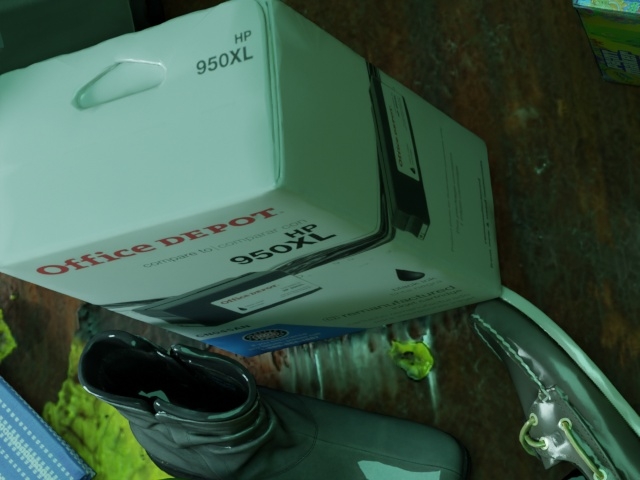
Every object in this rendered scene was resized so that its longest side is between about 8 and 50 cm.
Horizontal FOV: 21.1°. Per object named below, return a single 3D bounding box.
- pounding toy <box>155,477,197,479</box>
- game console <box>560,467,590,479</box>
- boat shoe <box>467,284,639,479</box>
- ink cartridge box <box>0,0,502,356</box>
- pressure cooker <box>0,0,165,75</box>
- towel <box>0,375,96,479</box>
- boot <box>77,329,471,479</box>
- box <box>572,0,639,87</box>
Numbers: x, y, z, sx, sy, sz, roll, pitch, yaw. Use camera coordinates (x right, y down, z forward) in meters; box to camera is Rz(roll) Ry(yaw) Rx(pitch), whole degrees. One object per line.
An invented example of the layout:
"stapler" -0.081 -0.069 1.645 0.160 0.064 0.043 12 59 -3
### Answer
"pounding toy" -0.125 0.298 1.641 0.237 0.110 0.183 -22 100 30
"game console" 0.231 0.286 1.566 0.122 0.107 0.071 51 125 15
"boat shoe" 0.241 0.178 1.552 0.097 0.116 0.324 -43 80 -2
"ink cartridge box" -0.058 -0.036 1.475 0.285 0.395 0.166 -15 69 27
"pressure cooker" -0.349 -0.180 1.610 0.375 0.420 0.370 24 122 26
"towel" -0.419 0.273 1.744 0.243 0.040 0.336 44 93 9
"boot" -0.042 0.176 1.561 0.338 0.223 0.118 5 67 14
"box" 0.341 -0.288 1.495 0.177 0.290 0.279 11 86 15
